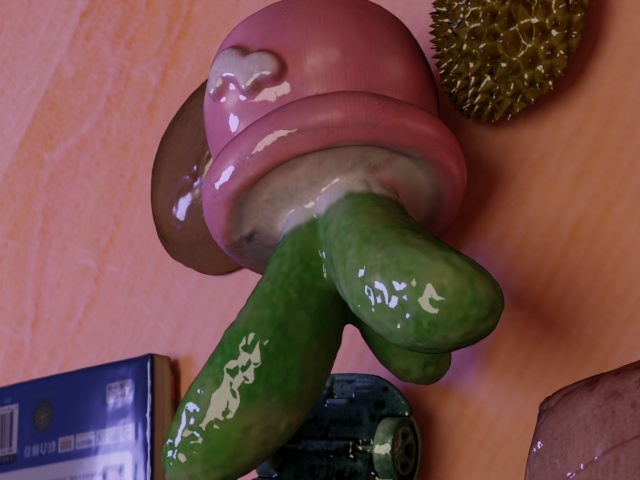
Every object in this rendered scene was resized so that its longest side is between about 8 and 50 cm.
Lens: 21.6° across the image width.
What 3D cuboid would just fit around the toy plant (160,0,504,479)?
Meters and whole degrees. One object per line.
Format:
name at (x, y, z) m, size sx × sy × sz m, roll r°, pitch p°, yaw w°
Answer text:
toy plant at (-0.003, -0.006, 1.328) m, size 0.317 × 0.211 × 0.356 m, roll -30°, pitch 54°, yaw 28°

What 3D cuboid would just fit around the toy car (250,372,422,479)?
toy car at (0.004, 0.259, 1.337) m, size 0.136 × 0.125 × 0.306 m, roll -3°, pitch 55°, yaw 29°

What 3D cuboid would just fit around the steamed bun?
steamed bun at (0.217, 0.174, 1.179) m, size 0.145 × 0.106 × 0.175 m, roll -32°, pitch 46°, yaw 39°

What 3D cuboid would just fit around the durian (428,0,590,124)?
durian at (0.150, -0.200, 1.333) m, size 0.146 × 0.102 × 0.208 m, roll 5°, pitch 80°, yaw 49°

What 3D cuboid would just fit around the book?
book at (-0.249, 0.339, 1.613) m, size 0.300 × 0.039 × 0.428 m, roll -14°, pitch 70°, yaw 40°

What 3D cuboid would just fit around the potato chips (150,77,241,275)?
potato chips at (-0.099, -0.074, 1.560) m, size 0.208 × 0.062 × 0.195 m, roll -35°, pitch 56°, yaw 35°
